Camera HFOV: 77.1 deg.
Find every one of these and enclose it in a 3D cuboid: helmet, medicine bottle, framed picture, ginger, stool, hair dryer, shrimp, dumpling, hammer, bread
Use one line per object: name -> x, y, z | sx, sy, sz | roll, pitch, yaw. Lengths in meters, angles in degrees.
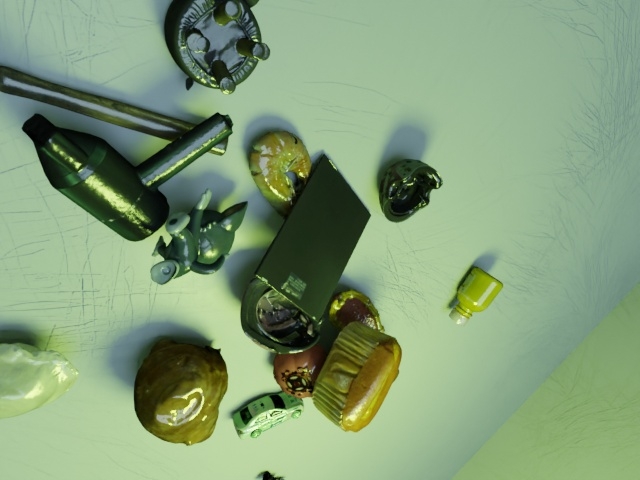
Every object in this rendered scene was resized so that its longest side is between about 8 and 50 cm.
helmet -> 0.222, -0.146, 1.074 | 0.153, 0.107, 0.176 | 2, 136, -36
medicine bottle -> 0.565, 0.214, 1.491 | 0.122, 0.122, 0.212 | 24, 104, -39
framed picture -> 0.000, 0.000, 0.989 | 0.255, 0.014, 0.338 | 45, 64, -42
ginger -> -0.345, 0.382, 0.979 | 0.223, 0.200, 0.269 | 13, 110, -38
stool -> -0.171, -0.360, 0.675 | 0.153, 0.139, 0.227 | -5, 123, -31
helmet -> -0.112, 0.190, 1.041 | 0.254, 0.154, 0.198 | 17, 72, -29
hair dryer -> -0.302, -0.161, 0.691 | 0.302, 0.116, 0.244 | -37, 145, -5
shrimp -> -0.073, -0.132, 0.930 | 0.145, 0.061, 0.267 | -37, 129, -19
dumpling -> -0.620, 0.271, 0.792 | 0.250, 0.132, 0.162 | -2, 129, -13
hammer -> -0.370, -0.228, 0.695 | 0.440, 0.044, 0.168 | 9, 112, -35
bread -> 0.115, 0.385, 1.128 | 0.288, 0.156, 0.204 | -58, 139, -14

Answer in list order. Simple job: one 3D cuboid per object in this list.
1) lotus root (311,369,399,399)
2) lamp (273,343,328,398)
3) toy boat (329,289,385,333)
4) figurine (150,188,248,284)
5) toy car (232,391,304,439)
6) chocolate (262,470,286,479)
lotus root -> 0.099, 0.447, 1.318 | 0.291, 0.193, 0.193 | -21, 127, -11
lamp -> -0.051, 0.378, 1.199 | 0.182, 0.140, 0.181 | 3, 114, 7
toy boat -> 0.108, 0.233, 1.239 | 0.141, 0.099, 0.318 | -47, 134, -3
figurine -> -0.238, -0.002, 0.793 | 0.140, 0.265, 0.193 | 27, 104, -19
toy car -> -0.161, 0.534, 1.259 | 0.224, 0.090, 0.076 | -17, 119, -23
chocolate -> -0.172, 0.902, 1.492 | 0.070, 0.072, 0.147 | -36, 136, -12
